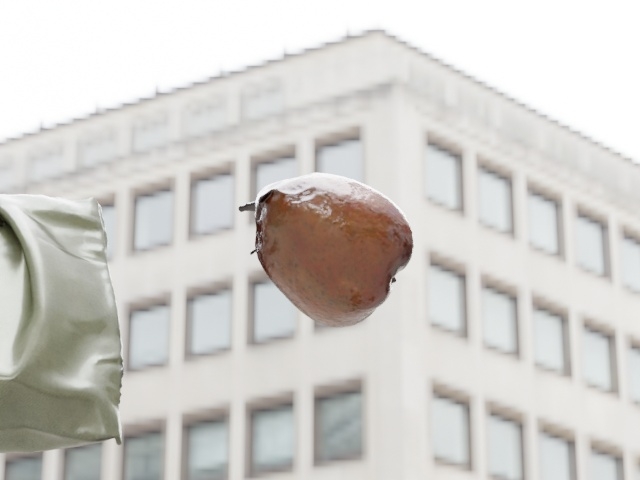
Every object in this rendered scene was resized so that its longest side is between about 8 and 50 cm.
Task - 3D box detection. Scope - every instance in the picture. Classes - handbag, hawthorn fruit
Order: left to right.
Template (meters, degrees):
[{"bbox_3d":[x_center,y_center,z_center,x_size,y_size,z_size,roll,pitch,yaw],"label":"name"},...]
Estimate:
[{"bbox_3d":[-0.301,0.060,1.459,0.316,0.253,0.109,-3,-51,0],"label":"handbag"},{"bbox_3d":[0.000,0.000,1.073,0.093,0.081,0.081,30,-30,-7],"label":"hawthorn fruit"}]
